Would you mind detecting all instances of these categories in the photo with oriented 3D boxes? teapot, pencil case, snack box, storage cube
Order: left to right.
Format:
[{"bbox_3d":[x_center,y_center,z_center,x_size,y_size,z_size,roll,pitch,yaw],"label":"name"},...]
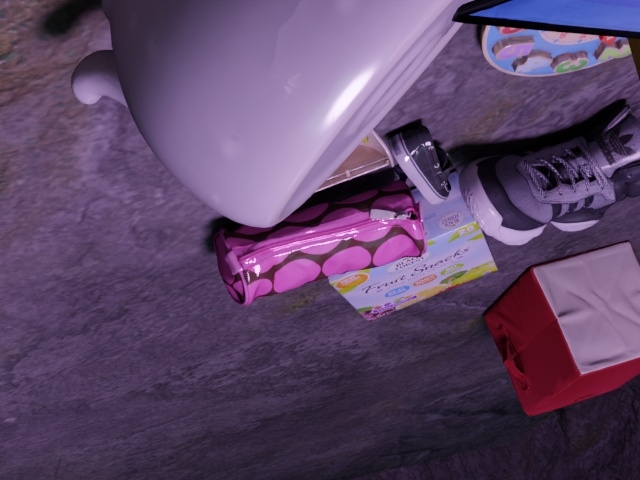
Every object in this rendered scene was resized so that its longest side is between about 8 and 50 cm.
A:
[{"bbox_3d":[-0.024,-0.147,0.586,0.256,0.187,0.252,-48,179,-1],"label":"teapot"},{"bbox_3d":[0.000,0.000,1.104,0.209,0.095,0.098,-18,-174,-8],"label":"pencil case"},{"bbox_3d":[0.102,0.014,1.269,0.174,0.070,0.207,-23,158,8],"label":"snack box"},{"bbox_3d":[0.397,0.138,1.712,0.214,0.184,0.193,-13,158,-21],"label":"storage cube"}]

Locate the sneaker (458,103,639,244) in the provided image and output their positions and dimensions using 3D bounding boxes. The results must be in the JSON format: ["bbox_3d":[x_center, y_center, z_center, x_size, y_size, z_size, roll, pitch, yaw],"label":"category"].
[{"bbox_3d":[0.262,-0.076,1.160,0.153,0.101,0.268,-37,161,35],"label":"sneaker"}]

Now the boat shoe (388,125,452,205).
[{"bbox_3d":[0.108,-0.072,1.084,0.040,0.049,0.142,-26,157,14],"label":"boat shoe"}]

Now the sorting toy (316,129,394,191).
[{"bbox_3d":[0.016,-0.085,0.976,0.083,0.045,0.075,-20,153,0],"label":"sorting toy"}]

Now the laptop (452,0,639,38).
[{"bbox_3d":[0.234,-0.059,0.486,0.234,0.264,0.137,-5,141,-38],"label":"laptop"}]

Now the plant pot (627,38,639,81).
[{"bbox_3d":[0.297,-0.192,0.720,0.187,0.212,0.212,-9,149,6],"label":"plant pot"}]

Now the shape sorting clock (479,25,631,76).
[{"bbox_3d":[0.230,-0.192,0.906,0.206,0.040,0.206,-19,160,-7],"label":"shape sorting clock"}]
